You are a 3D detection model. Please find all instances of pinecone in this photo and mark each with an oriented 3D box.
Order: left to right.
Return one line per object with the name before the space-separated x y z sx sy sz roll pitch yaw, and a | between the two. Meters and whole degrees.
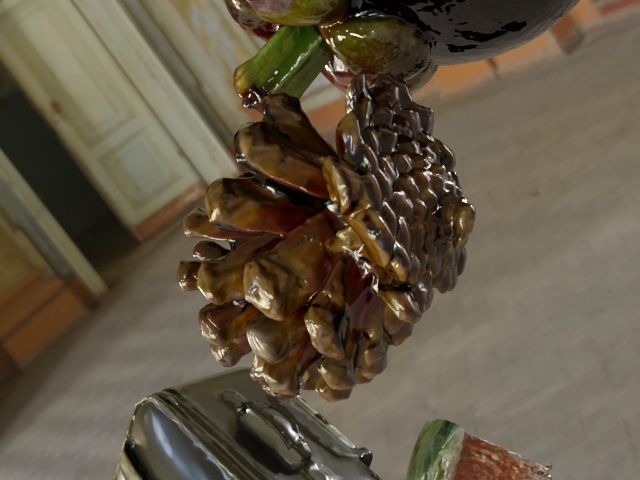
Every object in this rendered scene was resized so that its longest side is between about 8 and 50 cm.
pinecone | 0.004 0.001 0.664 0.195 0.150 0.179 -59 -7 31

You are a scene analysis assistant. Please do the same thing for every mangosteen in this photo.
mangosteen | 0.043 -0.206 0.742 0.302 0.275 0.275 -56 13 4

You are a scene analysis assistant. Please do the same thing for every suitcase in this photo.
suitcase | -0.107 0.352 1.189 0.194 0.283 0.433 -10 -51 -47

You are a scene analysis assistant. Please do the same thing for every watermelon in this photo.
watermelon | 0.157 0.258 1.280 0.121 0.158 0.097 3 73 59
